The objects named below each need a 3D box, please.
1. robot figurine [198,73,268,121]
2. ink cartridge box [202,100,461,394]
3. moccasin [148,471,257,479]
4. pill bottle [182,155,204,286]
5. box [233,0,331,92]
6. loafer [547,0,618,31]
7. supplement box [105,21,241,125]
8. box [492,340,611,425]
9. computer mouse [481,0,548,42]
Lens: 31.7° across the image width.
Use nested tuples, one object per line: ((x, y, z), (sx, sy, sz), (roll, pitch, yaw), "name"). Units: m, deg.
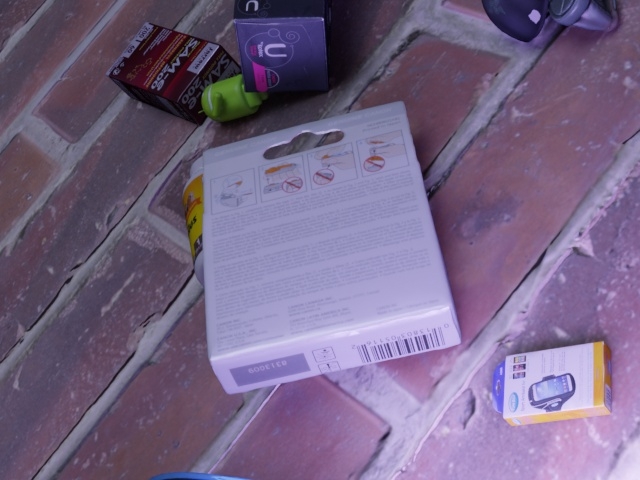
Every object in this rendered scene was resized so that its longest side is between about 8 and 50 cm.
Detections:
((-0.147, -0.234, 1.860), (0.115, 0.067, 0.101), (-12, 24, 29), "robot figurine")
((0.000, 0.000, 1.504), (0.308, 0.091, 0.385), (-14, 47, 7), "ink cartridge box")
((-0.089, 0.349, 1.334), (0.342, 0.138, 0.117), (-3, 62, 37), "moccasin")
((-0.141, -0.031, 1.668), (0.117, 0.117, 0.215), (-30, 45, 15), "pill bottle")
((-0.055, -0.389, 1.808), (0.143, 0.165, 0.270), (-1, 54, 4), "box")
((0.363, -0.388, 1.598), (0.096, 0.084, 0.267), (-51, 28, 44), "loafer")
((-0.263, -0.299, 1.994), (0.239, 0.073, 0.130), (24, 75, 44), "supplement box")
((0.262, 0.165, 1.283), (0.136, 0.028, 0.081), (-14, 52, 32), "box")
((0.261, -0.403, 1.622), (0.072, 0.188, 0.272), (1, 59, -13), "computer mouse")
